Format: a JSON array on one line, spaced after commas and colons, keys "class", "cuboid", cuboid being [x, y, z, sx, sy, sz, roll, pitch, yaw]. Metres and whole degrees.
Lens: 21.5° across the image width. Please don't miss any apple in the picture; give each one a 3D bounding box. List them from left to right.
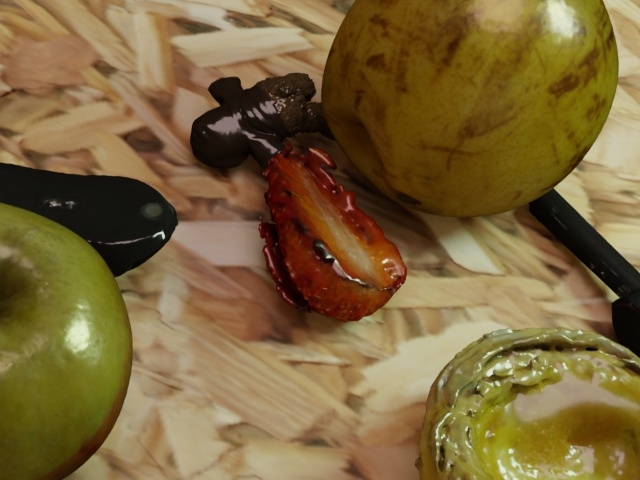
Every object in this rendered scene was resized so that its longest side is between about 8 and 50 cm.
[{"class": "apple", "cuboid": [-0.267, 0.082, 1.326, 0.260, 0.194, 0.261, 8, 52, -10]}]

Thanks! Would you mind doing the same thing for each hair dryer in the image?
[{"class": "hair dryer", "cuboid": [0.282, 0.015, 1.622, 0.114, 0.071, 0.248, -22, 51, -28]}]

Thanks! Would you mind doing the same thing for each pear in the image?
[{"class": "pear", "cuboid": [0.141, -0.156, 1.583, 0.280, 0.281, 0.281, 7, 50, -9]}]

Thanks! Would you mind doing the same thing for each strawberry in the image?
[{"class": "strawberry", "cuboid": [0.000, 0.000, 1.546, 0.121, 0.082, 0.188, 9, 40, -41]}]

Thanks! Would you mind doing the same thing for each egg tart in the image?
[{"class": "egg tart", "cuboid": [0.205, 0.199, 1.402, 0.288, 0.118, 0.288, 6, 51, -8]}]

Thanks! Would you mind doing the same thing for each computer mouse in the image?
[{"class": "computer mouse", "cuboid": [-0.234, -0.009, 1.488, 0.217, 0.073, 0.122, 7, 37, 2]}]

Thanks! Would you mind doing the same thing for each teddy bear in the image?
[{"class": "teddy bear", "cuboid": [-0.051, -0.122, 1.628, 0.160, 0.078, 0.119, -25, 65, -32]}]
